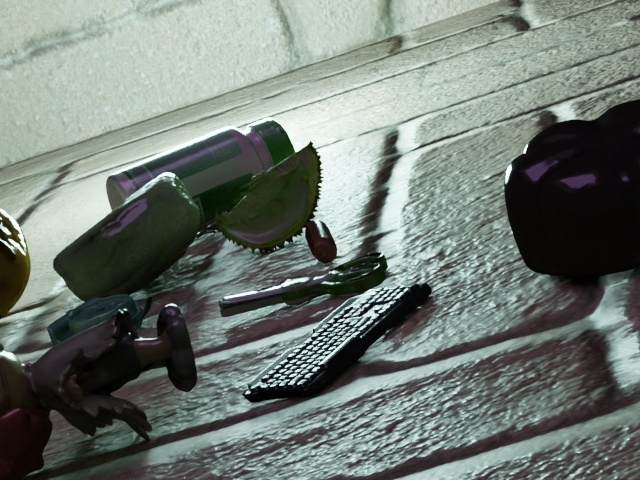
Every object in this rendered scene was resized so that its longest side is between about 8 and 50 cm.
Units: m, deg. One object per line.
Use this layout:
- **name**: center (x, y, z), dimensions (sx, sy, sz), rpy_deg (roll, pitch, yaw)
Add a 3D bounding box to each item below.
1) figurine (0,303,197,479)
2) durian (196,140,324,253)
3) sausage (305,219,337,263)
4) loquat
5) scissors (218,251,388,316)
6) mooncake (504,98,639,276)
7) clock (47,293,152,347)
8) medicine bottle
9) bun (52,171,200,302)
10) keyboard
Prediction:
- **figurine**: center (-0.314, 0.165, 1.726), dimensions (0.387, 0.166, 0.207), rpy_deg (-18, -6, -9)
- **durian**: center (-0.067, -0.042, 2.328), dimensions (0.215, 0.100, 0.086), rpy_deg (-39, 10, 18)
- **sausage**: center (-0.001, 0.000, 2.217), dimensions (0.030, 0.035, 0.147), rpy_deg (3, 11, -7)
- **loquat**: center (-0.522, 0.043, 2.452), dimensions (0.238, 0.193, 0.238), rpy_deg (-27, -9, -4)
- **scissors**: center (-0.022, 0.057, 2.031), dimensions (0.204, 0.027, 0.101), rpy_deg (-15, 11, 9)
- **mooncake**: center (0.307, -0.053, 1.799), dimensions (0.245, 0.133, 0.245), rpy_deg (-17, 21, 7)
- **clock**: center (-0.267, 0.100, 2.173), dimensions (0.135, 0.041, 0.101), rpy_deg (-9, 17, 39)
- **medicine bottle**: center (-0.172, -0.087, 2.586), dimensions (0.274, 0.133, 0.133), rpy_deg (-24, 14, -17)
- **bun**: center (-0.251, 0.004, 2.349), dimensions (0.221, 0.108, 0.221), rpy_deg (-38, 6, 5)
- **keyboard**: center (0.020, 0.103, 1.810), dimensions (0.106, 0.016, 0.262), rpy_deg (-10, 16, 36)
